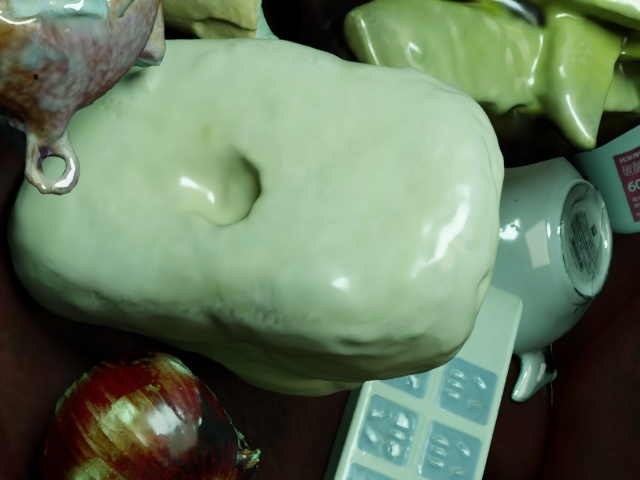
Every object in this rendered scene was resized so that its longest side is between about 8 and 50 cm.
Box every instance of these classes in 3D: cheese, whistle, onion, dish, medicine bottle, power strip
[{"bbox_3d":[0.001,-0.002,0.685,0.251,0.248,0.173,41,58,-50],"label":"cheese"},{"bbox_3d":[-0.161,-0.190,0.585,0.142,0.134,0.346,-11,87,-14],"label":"whistle"},{"bbox_3d":[-0.095,0.117,0.650,0.118,0.119,0.117,-64,149,-32],"label":"onion"},{"bbox_3d":[0.202,0.016,1.063,0.224,0.078,0.246,-21,104,-52],"label":"dish"},{"bbox_3d":[0.276,-0.117,1.157,0.090,0.090,0.216,-49,124,-42],"label":"medicine bottle"},{"bbox_3d":[0.058,0.165,0.856,0.106,0.043,0.367,23,63,-10],"label":"power strip"}]

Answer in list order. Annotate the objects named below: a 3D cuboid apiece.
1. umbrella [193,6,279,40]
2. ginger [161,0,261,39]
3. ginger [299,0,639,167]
[{"bbox_3d":[-0.051,-0.119,0.771,0.067,0.062,0.143,-81,153,-68],"label":"umbrella"},{"bbox_3d":[-0.094,-0.186,0.689,0.069,0.095,0.190,-45,116,-46],"label":"ginger"},{"bbox_3d":[0.150,-0.244,0.825,0.413,0.211,0.358,-22,77,-44],"label":"ginger"}]
